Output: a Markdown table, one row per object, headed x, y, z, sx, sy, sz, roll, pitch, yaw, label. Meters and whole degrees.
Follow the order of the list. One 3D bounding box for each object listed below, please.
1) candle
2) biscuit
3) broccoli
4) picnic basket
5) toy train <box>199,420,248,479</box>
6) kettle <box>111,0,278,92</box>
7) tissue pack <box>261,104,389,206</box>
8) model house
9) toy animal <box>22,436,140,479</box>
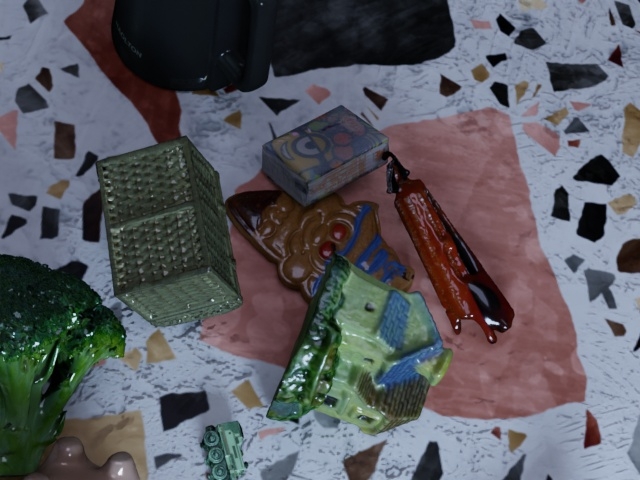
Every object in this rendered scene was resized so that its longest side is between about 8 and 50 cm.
| x | y | z | sx | sy | sz | roll | pitch | yaw | label |
| --- | --- | --- | --- | --- | --- | --- | --- | --- | --- |
| 0.166 | 0.006 | 1.873 | 0.084 | 0.059 | 0.302 | -28 | 85 | -14 | candle |
| 0.000 | 0.000 | 1.875 | 0.280 | 0.043 | 0.183 | 27 | 58 | -1 | biscuit |
| -0.379 | 0.149 | 1.634 | 0.254 | 0.269 | 0.269 | 1 | 57 | -53 | broccoli |
| -0.189 | -0.005 | 1.765 | 0.134 | 0.154 | 0.196 | -16 | 66 | 8 | picnic basket |
| -0.118 | 0.268 | 1.712 | 0.053 | 0.033 | 0.083 | -9 | 66 | -20 | toy train |
| -0.173 | -0.342 | 1.851 | 0.203 | 0.308 | 0.262 | 0 | 63 | -11 | kettle |
| 0.006 | -0.119 | 1.900 | 0.148 | 0.060 | 0.108 | -29 | 49 | -25 | tissue pack |
| 0.057 | 0.150 | 1.710 | 0.189 | 0.214 | 0.195 | 21 | 59 | -2 | model house |
| -0.307 | 0.374 | 1.505 | 0.237 | 0.269 | 0.326 | 13 | 16 | 16 | toy animal |
